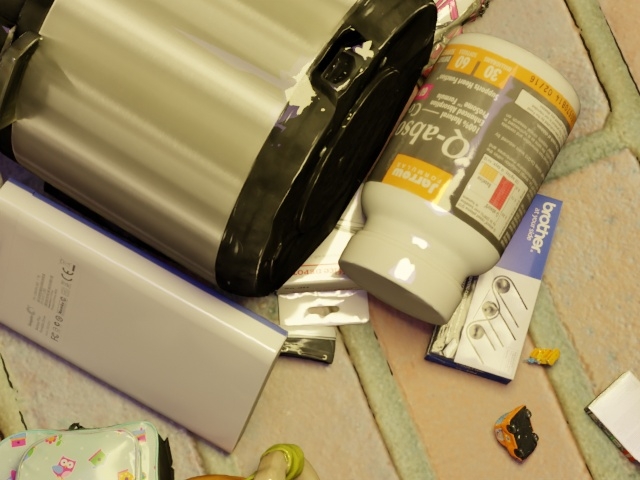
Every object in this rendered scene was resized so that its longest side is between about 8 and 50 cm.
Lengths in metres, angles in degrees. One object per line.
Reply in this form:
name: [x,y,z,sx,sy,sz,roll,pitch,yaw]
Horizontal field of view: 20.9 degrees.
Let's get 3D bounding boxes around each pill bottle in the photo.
pill bottle: [0.141,-0.063,1.803,0.162,0.162,0.278,29,78,4]

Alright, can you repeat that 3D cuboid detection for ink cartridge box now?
ink cartridge box: [0.000,0.000,1.879,0.104,0.060,0.180,-4,78,-3]
ink cartridge box: [0.188,0.043,1.884,0.097,0.046,0.207,17,78,1]
ink cartridge box: [0.346,0.203,1.865,0.063,0.029,0.115,-40,83,-10]

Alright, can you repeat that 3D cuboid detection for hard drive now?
hard drive: [-0.201,0.082,1.782,0.319,0.210,0.040,29,52,4]

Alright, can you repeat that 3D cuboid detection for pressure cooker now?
pressure cooker: [-0.139,-0.191,1.708,0.420,0.370,0.375,31,82,9]

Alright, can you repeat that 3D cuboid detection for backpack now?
backpack: [-0.253,0.268,1.772,0.188,0.144,0.165,-5,76,8]

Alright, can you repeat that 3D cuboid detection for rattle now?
rattle: [-0.043,0.322,1.807,0.143,0.130,0.199,-27,107,3]

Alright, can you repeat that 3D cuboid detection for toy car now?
toy car: [0.224,0.176,1.872,0.041,0.060,0.122,5,51,42]

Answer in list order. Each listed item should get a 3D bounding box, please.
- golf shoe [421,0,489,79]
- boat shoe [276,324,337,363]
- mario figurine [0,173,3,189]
golf shoe: [0.145,-0.272,1.939,0.086,0.067,0.186,34,79,7]
boat shoe: [-0.052,0.113,1.860,0.142,0.049,0.040,0,78,-4]
mario figurine: [-0.419,-0.010,1.804,0.170,0.198,0.320,24,63,11]
